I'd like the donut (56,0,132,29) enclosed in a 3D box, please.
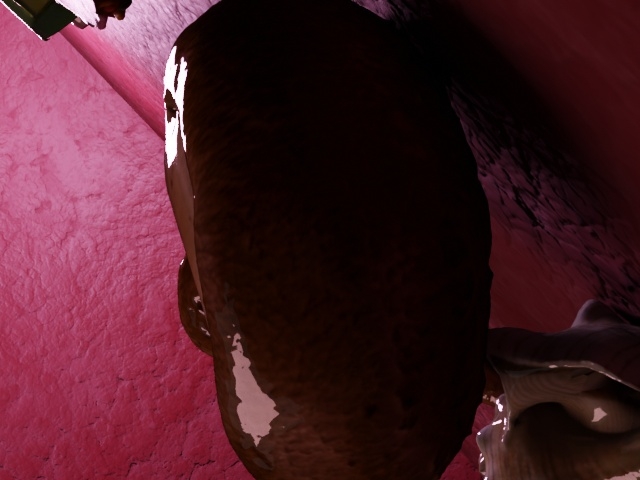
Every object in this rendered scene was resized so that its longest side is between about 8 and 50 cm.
[{"bbox_3d":[-0.138,-0.207,0.422,0.235,0.089,0.235,45,167,14],"label":"donut"}]

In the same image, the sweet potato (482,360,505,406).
[{"bbox_3d":[0.140,0.132,1.056,0.206,0.060,0.068,29,-161,38],"label":"sweet potato"}]

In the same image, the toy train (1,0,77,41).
[{"bbox_3d":[-0.338,-0.332,0.962,0.301,0.120,0.202,41,178,39],"label":"toy train"}]

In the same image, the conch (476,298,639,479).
[{"bbox_3d":[0.144,0.086,0.512,0.137,0.114,0.234,37,138,12],"label":"conch"}]

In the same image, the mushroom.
[{"bbox_3d":[0.000,0.000,0.477,0.253,0.153,0.253,165,90,-85],"label":"mushroom"}]

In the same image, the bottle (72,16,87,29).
[{"bbox_3d":[-0.338,-0.337,1.271,0.140,0.053,0.053,48,174,-15],"label":"bottle"}]
